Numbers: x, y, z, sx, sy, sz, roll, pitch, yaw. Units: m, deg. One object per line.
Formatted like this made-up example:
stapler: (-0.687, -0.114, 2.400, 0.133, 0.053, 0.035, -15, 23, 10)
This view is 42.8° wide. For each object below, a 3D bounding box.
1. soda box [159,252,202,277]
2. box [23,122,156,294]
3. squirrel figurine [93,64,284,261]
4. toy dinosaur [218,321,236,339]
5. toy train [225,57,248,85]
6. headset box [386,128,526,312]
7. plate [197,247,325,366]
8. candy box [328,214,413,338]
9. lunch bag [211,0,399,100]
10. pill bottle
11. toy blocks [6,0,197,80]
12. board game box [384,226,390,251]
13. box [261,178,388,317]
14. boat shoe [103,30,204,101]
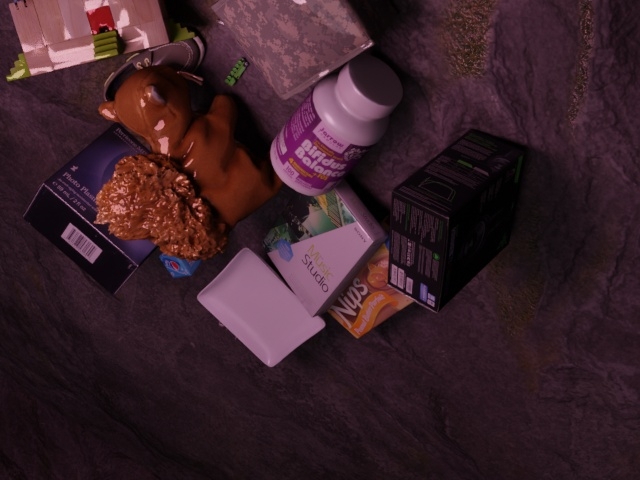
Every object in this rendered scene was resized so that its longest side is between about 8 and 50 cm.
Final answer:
soda box: (-0.310, -0.001, 2.049, 0.067, 0.210, 0.071, -8, 123, 37)
box: (-0.514, -0.085, 2.043, 0.296, 0.294, 0.182, 42, 135, -8)
squirrel figurine: (-0.307, -0.169, 1.747, 0.281, 0.397, 0.370, 0, 142, 42)
toy dinosaur: (-0.143, 0.166, 2.192, 0.313, 0.121, 0.160, -7, 135, 31)
toy train: (-0.182, -0.366, 1.780, 0.023, 0.017, 0.083, 34, 139, -13)
headset box: (0.268, -0.045, 1.598, 0.131, 0.283, 0.246, 30, 139, 30)
plate: (-0.149, 0.168, 2.082, 0.277, 0.045, 0.278, 44, 132, -4)
candy box: (0.123, 0.094, 1.948, 0.183, 0.087, 0.316, 43, 138, -6)
lunch bag: (-0.040, -0.421, 1.528, 0.287, 0.169, 0.235, -24, 112, 39)
pill bottle: (0.033, -0.232, 1.650, 0.169, 0.169, 0.301, 39, 138, -5)
toy blocks: (-0.471, -0.494, 1.641, 0.381, 0.191, 0.261, -14, 105, 1)
board game box: (0.219, -0.024, 1.794, 0.133, 0.033, 0.169, 16, 105, 1)
box: (0.000, 0.000, 1.888, 0.232, 0.058, 0.322, 53, 136, 18)
boat shoe: (-0.379, -0.379, 1.839, 0.305, 0.091, 0.109, -18, 117, 42)
